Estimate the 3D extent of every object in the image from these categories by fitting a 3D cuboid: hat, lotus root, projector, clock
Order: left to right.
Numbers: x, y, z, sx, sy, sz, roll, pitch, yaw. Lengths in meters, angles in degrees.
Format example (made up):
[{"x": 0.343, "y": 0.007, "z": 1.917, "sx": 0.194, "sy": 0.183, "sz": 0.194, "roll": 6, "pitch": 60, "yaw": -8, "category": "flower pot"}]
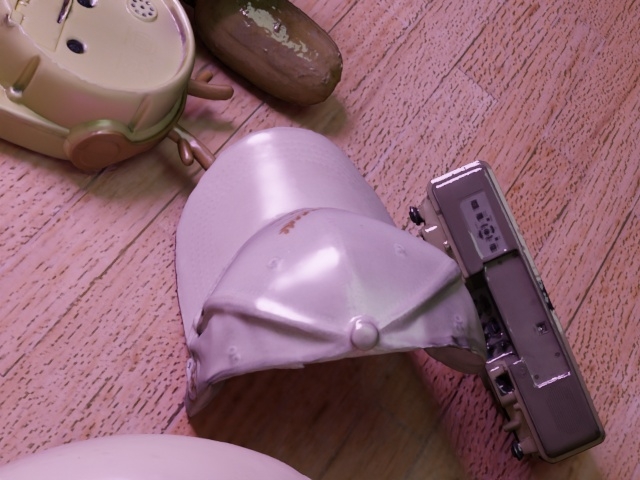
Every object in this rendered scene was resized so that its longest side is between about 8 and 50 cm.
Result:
[{"x": -0.212, "y": -0.175, "z": 1.693, "sx": 0.308, "sy": 0.096, "sz": 0.235, "roll": 27, "pitch": 41, "yaw": -17, "category": "clock"}, {"x": -0.059, "y": -0.203, "z": 1.850, "sx": 0.183, "sy": 0.077, "sz": 0.090, "roll": 37, "pitch": 40, "yaw": -6, "category": "lotus root"}, {"x": 0.000, "y": 0.007, "z": 1.578, "sx": 0.258, "sy": 0.168, "sz": 0.301, "roll": -7, "pitch": 52, "yaw": -14, "category": "hat"}, {"x": 0.167, "y": 0.070, "z": 1.708, "sx": 0.193, "sy": 0.088, "sz": 0.269, "roll": 50, "pitch": 17, "yaw": -82, "category": "projector"}]

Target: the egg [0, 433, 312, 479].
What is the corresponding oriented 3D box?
[{"x": -0.122, "y": 0.264, "z": 1.218, "sx": 0.345, "sy": 0.283, "sz": 0.283, "roll": 8, "pitch": 49, "yaw": -23, "category": "egg"}]
